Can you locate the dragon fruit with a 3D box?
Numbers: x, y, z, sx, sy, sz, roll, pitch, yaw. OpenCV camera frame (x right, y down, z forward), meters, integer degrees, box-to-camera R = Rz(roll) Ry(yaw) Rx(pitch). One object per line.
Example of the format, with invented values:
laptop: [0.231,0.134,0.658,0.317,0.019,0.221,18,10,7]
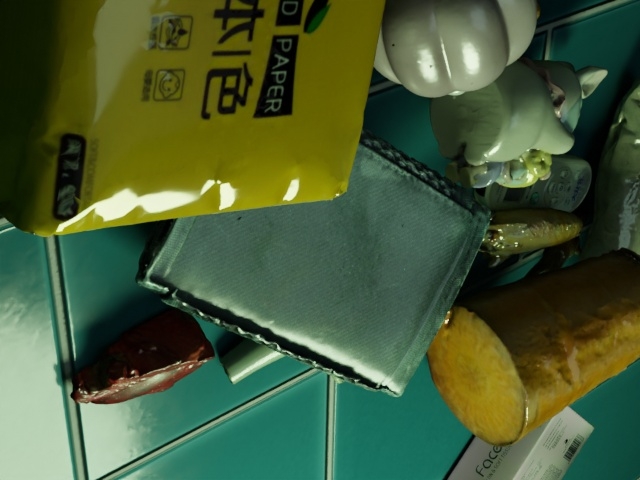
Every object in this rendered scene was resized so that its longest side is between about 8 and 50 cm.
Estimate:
dragon fruit: [-0.168,0.124,1.088,0.131,0.063,0.097,-8,120,-43]

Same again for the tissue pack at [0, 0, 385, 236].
tissue pack: [-0.104,-0.221,0.804,0.293,0.228,0.382,-10,120,-40]

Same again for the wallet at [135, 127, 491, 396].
wallet: [0.000,0.000,1.131,0.342,0.075,0.237,27,87,-35]

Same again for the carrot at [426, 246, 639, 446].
carrot: [0.283,0.119,1.426,0.254,0.196,0.196,-23,130,-24]

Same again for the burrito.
burrito: [0.404,-0.029,1.538,0.117,0.076,0.392,-11,115,-57]

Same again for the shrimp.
shrimp: [0.206,0.002,1.367,0.262,0.066,0.117,-2,161,-31]

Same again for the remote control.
remote control: [0.265,-0.074,1.422,0.221,0.042,0.078,1,115,-45]

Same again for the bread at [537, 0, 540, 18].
bread: [0.195,-0.259,1.204,0.046,0.083,0.081,-41,176,11]

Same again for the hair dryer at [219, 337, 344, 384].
hair dryer: [-0.035,0.130,1.256,0.167,0.067,0.199,-24,145,-22]

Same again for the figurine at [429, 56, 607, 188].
figurine: [0.234,-0.138,1.283,0.235,0.127,0.155,-7,95,-45]

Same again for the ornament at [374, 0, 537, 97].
ornament: [0.119,-0.219,1.078,0.177,0.177,0.177,-25,130,-33]

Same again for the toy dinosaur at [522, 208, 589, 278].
toy dinosaur: [0.311,0.015,1.527,0.162,0.039,0.126,3,106,-54]

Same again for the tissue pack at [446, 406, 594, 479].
tissue pack: [0.275,0.331,1.652,0.246,0.092,0.148,-55,142,-3]
